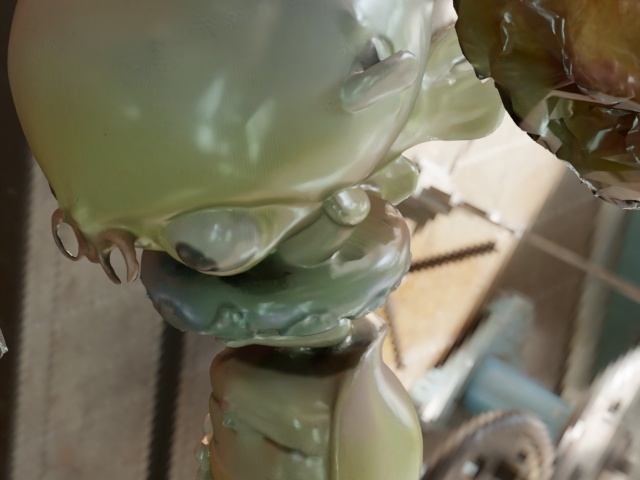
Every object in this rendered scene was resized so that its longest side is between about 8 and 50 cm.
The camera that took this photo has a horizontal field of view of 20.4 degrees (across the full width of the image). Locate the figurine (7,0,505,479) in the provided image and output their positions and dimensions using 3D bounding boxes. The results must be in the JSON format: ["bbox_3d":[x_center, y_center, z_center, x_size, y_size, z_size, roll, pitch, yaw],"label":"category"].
[{"bbox_3d":[0.000,0.000,0.894,0.274,0.226,0.394,-25,121,-30],"label":"figurine"}]

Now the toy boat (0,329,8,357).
[{"bbox_3d":[-0.284,0.041,1.284,0.066,0.140,0.059,-17,161,-46],"label":"toy boat"}]

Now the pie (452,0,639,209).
[{"bbox_3d":[0.164,-0.140,0.594,0.308,0.085,0.308,-1,91,-29],"label":"pie"}]
